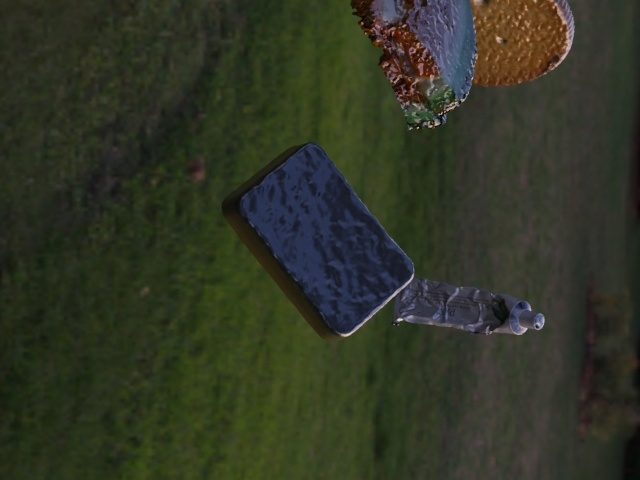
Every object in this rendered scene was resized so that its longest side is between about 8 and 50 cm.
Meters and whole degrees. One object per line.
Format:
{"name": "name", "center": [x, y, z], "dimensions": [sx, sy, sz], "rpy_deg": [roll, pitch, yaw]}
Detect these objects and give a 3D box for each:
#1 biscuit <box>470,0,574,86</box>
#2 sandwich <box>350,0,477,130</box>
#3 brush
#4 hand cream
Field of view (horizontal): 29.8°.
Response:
{"name": "biscuit", "center": [0.216, -0.323, 1.735], "dimensions": [0.305, 0.305, 0.038], "rpy_deg": [62, 39, -57]}
{"name": "sandwich", "center": [0.106, -0.250, 1.281], "dimensions": [0.159, 0.079, 0.235], "rpy_deg": [44, 42, -43]}
{"name": "brush", "center": [0.000, 0.000, 1.278], "dimensions": [0.197, 0.123, 0.059], "rpy_deg": [51, -18, -6]}
{"name": "hand cream", "center": [0.228, 0.105, 1.859], "dimensions": [0.050, 0.257, 0.084], "rpy_deg": [19, 79, -55]}
